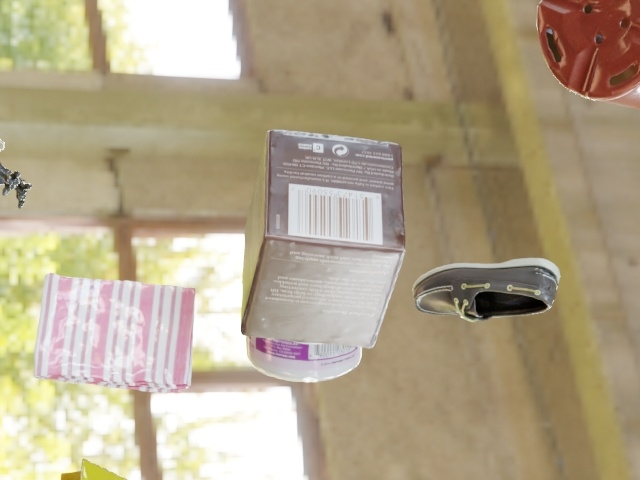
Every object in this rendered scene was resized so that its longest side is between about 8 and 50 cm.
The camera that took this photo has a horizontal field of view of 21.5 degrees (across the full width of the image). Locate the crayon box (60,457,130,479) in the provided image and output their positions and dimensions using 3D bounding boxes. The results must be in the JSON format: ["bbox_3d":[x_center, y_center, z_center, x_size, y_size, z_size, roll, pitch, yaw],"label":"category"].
[{"bbox_3d":[-0.275,0.438,2.318,0.081,0.318,0.202,-10,-118,25],"label":"crayon box"}]

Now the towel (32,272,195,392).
[{"bbox_3d":[-0.256,0.114,2.114,0.029,0.197,0.144,115,-21,-61],"label":"towel"}]

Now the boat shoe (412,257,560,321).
[{"bbox_3d":[0.233,0.078,2.441,0.081,0.227,0.069,56,35,-38],"label":"boat shoe"}]

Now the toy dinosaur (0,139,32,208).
[{"bbox_3d":[-0.426,-0.095,2.140,0.064,0.118,0.268,-57,172,12],"label":"toy dinosaur"}]

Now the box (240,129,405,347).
[{"bbox_3d":[0.000,0.000,2.019,0.203,0.168,0.167,107,-14,-50],"label":"box"}]

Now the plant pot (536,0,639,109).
[{"bbox_3d":[0.423,-0.268,2.078,0.272,0.265,0.272,1,-88,46],"label":"plant pot"}]

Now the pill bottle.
[{"bbox_3d":[-0.020,0.030,2.351,0.169,0.169,0.302,-135,-136,-62],"label":"pill bottle"}]
